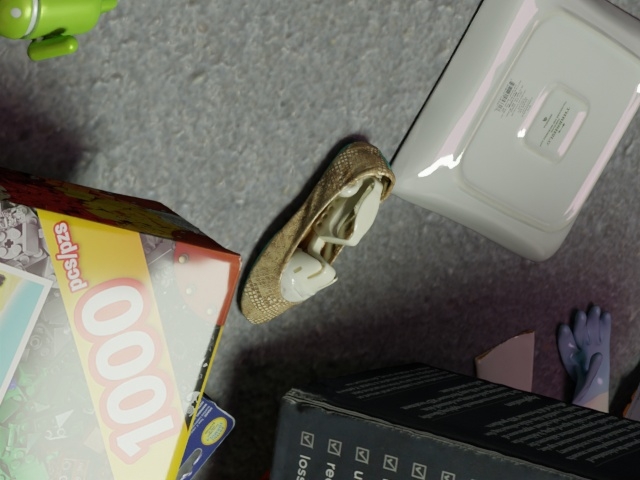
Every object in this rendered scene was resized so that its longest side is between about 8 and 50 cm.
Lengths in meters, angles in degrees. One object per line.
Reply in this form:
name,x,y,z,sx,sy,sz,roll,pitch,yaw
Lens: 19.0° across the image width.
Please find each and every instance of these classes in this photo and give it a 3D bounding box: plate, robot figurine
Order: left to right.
robot figurine,-0.220,-0.195,1.520,0.115,0.067,0.101,-9,92,-35
plate,0.225,-0.125,1.942,0.278,0.045,0.277,24,99,-44

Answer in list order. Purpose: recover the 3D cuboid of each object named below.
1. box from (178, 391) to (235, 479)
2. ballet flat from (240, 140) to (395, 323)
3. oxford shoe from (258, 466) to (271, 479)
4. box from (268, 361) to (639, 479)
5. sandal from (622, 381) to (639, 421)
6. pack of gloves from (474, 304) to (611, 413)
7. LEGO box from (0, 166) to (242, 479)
box,-0.188,0.166,1.776,0.136,0.036,0.225,-51,134,-4
ballet flat,0.000,0.000,1.813,0.073,0.067,0.206,29,95,-46
oxford shoe,-0.075,0.346,1.934,0.271,0.097,0.098,-45,138,-11
box,0.195,0.408,1.825,0.297,0.472,0.479,-5,106,-59
sandal,0.410,0.192,2.211,0.102,0.076,0.265,18,86,-10
pack of gloves,0.266,0.195,2.159,0.195,0.046,0.232,-25,128,-27
LEGO box,-0.324,0.183,1.474,0.372,0.193,0.500,13,99,-28
